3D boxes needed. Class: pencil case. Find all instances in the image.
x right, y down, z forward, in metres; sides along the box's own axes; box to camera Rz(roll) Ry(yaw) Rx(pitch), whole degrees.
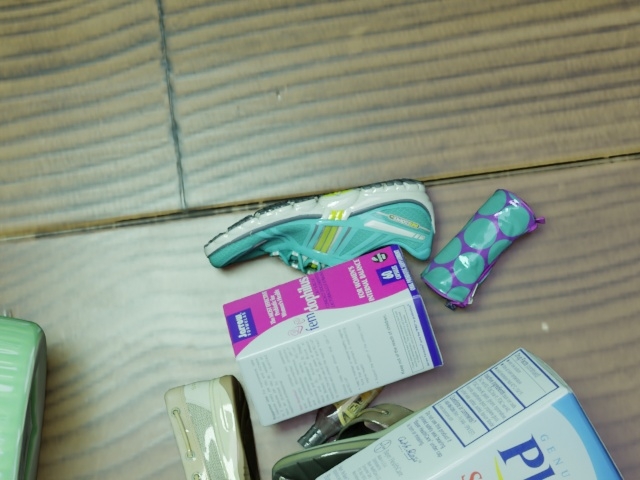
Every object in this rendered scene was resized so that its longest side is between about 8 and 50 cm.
[{"bbox_3d":[0.189,0.011,1.948,0.070,0.064,0.152,39,86,23],"label":"pencil case"}]

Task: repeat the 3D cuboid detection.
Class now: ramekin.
[{"bbox_3d":[-0.393,0.218,1.830,0.148,0.303,0.303,6,82,-4],"label":"ramekin"}]

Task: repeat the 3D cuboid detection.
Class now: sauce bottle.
[{"bbox_3d":[0.025,0.198,1.941,0.042,0.042,0.128,41,88,7],"label":"sauce bottle"}]

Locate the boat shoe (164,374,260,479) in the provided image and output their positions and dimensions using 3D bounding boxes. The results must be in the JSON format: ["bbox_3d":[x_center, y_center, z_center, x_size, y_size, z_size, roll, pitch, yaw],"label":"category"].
[{"bbox_3d":[-0.118,0.309,1.902,0.098,0.109,0.302,-12,76,6],"label":"boat shoe"}]

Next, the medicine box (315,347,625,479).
[{"bbox_3d":[0.188,0.313,1.817,0.289,0.149,0.263,-32,109,-2],"label":"medicine box"}]

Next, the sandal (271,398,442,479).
[{"bbox_3d":[0.089,0.235,1.913,0.303,0.086,0.120,-21,126,-5],"label":"sandal"}]

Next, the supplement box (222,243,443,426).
[{"bbox_3d":[0.012,0.109,1.898,0.220,0.111,0.114,-21,126,0],"label":"supplement box"}]

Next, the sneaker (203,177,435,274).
[{"bbox_3d":[0.000,0.000,1.942,0.275,0.107,0.110,-10,91,1],"label":"sneaker"}]
